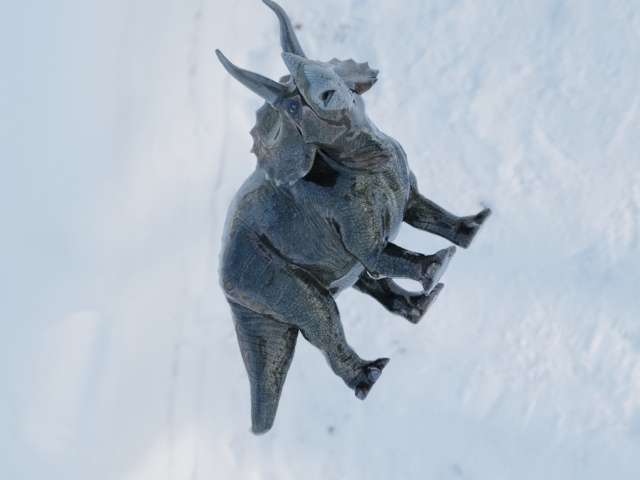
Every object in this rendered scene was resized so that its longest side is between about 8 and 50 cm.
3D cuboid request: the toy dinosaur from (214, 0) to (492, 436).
[{"bbox_3d":[0.000,0.000,0.682,0.160,0.121,0.314,36,137,10],"label":"toy dinosaur"}]
